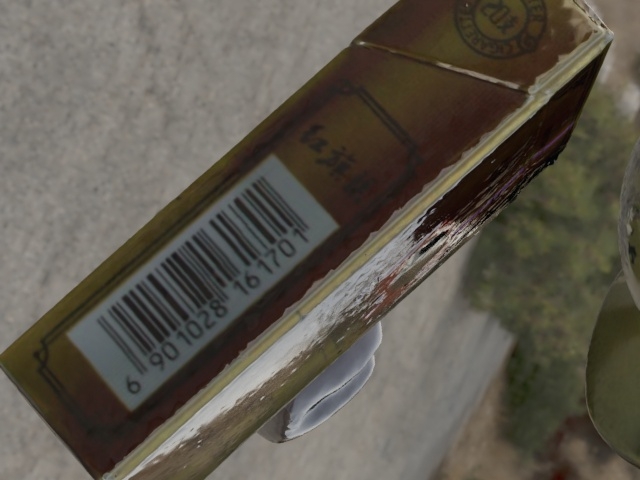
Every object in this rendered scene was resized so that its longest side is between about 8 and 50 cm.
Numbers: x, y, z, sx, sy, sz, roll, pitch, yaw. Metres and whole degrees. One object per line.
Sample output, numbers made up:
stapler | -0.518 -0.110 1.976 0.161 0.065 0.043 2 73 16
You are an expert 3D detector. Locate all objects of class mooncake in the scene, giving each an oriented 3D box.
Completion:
mooncake | -0.051 0.055 1.246 0.133 0.245 0.245 -31 151 -24

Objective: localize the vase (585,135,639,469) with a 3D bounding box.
vase | 0.317 -0.020 0.946 0.302 0.240 0.329 99 12 -62

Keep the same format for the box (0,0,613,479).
box | 0.000 0.000 0.563 0.240 0.071 0.159 -42 167 -6
